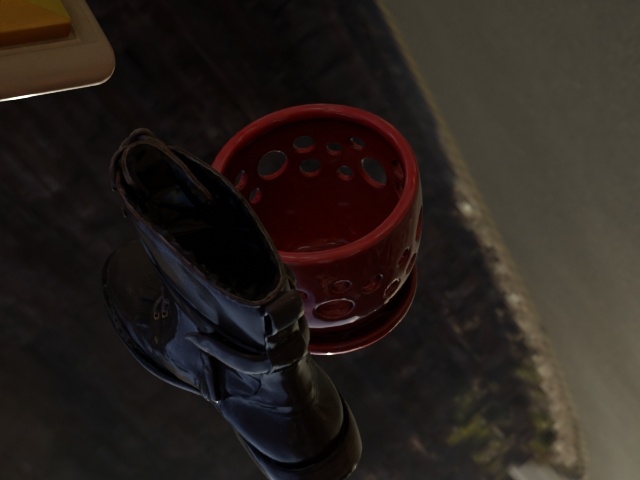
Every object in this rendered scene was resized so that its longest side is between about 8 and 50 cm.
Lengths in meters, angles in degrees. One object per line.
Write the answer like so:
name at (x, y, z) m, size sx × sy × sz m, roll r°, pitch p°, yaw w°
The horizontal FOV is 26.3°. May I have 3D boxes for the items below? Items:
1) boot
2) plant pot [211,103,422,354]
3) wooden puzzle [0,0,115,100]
boot at (-0.071, 0.017, 0.804) m, size 0.263 × 0.091 × 0.229 m, roll 38°, pitch 159°, yaw 36°
plant pot at (0.000, 0.000, 1.253) m, size 0.191 × 0.191 × 0.174 m, roll 47°, pitch 157°, yaw 37°
wooden puzzle at (-0.327, -0.231, 1.256) m, size 0.239 × 0.220 × 0.044 m, roll 61°, pitch 146°, yaw 23°
